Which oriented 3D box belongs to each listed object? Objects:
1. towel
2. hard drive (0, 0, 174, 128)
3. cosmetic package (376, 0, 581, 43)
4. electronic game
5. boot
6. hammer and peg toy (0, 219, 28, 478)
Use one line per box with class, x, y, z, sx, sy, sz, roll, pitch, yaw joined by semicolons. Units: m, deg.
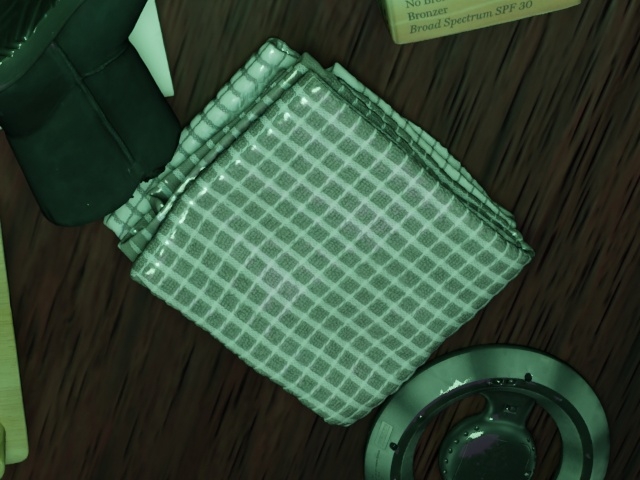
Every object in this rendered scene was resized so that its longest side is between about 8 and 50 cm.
towel;0.000;0.000;1.565;0.284;0.121;0.235;37;109;-27
hard drive;-0.281;-0.174;1.459;0.308;0.040;0.203;-11;123;-3
cosmetic package;0.091;-0.309;1.380;0.153;0.129;0.296;-13;122;0
electronic game;0.152;0.198;1.755;0.229;0.048;0.229;-3;114;-8
boot;-0.153;-0.147;1.419;0.246;0.094;0.207;-50;147;-14
hammer and peg toy;-0.427;0.098;1.556;0.361;0.127;0.266;-6;124;-5
